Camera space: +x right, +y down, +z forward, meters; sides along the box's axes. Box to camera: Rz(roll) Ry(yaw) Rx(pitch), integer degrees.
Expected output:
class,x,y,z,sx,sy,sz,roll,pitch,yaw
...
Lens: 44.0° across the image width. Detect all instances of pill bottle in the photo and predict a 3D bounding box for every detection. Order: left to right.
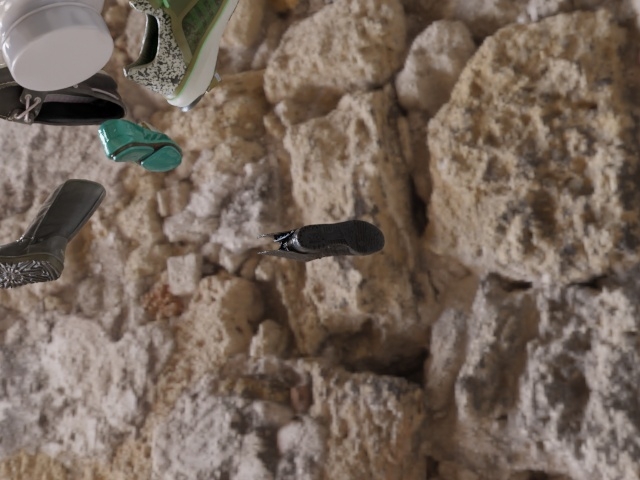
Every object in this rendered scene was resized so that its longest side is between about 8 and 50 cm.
class,x,y,z,sx,sy,sz,roll,pitch,yaw
pill bottle,-0.417,-0.386,1.102,0.188,0.188,0.334,-3,-117,-61

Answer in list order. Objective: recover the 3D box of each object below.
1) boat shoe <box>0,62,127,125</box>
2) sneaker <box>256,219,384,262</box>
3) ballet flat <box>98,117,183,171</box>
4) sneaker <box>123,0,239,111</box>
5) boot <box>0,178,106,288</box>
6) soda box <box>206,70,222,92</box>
class,x,y,z,sx,sy,sz,roll,pitch,yaw
boat shoe,-0.492,-0.262,1.465,0.095,0.112,0.335,50,-150,13
sneaker,0.000,0.003,1.150,0.170,0.089,0.051,1,-101,-26
ballet flat,-0.330,-0.184,1.466,0.087,0.083,0.247,62,-168,7
sneaker,-0.278,-0.469,1.568,0.182,0.158,0.411,10,-80,-39
boot,-0.469,-0.019,1.305,0.076,0.189,0.209,83,-171,-47
soda box,-0.307,-0.427,1.830,0.058,0.061,0.181,-48,-61,-34
